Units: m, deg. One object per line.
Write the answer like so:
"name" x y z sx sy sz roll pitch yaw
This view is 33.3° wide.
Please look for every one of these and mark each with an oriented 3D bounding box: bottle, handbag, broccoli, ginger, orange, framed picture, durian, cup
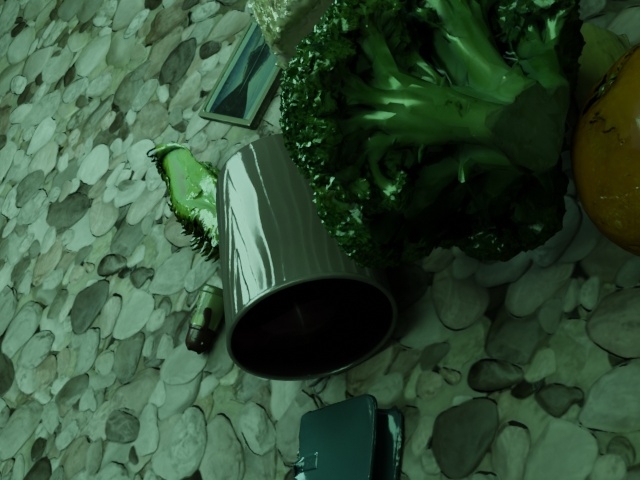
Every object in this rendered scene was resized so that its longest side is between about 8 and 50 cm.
"bottle" -0.169 0.116 1.571 0.047 0.063 0.101 17 77 16
"handbag" 0.021 0.302 1.285 0.144 0.057 0.221 -16 55 39
"broccoli" 0.133 -0.143 1.157 0.310 0.413 0.321 -23 46 38
"ginger" 0.315 -0.160 1.297 0.123 0.115 0.193 -37 45 43
"orange" 0.375 -0.089 1.077 0.246 0.246 0.246 -22 52 30
"framed picture" -0.113 -0.284 1.798 0.150 0.015 0.203 18 77 46
"durian" -0.170 -0.045 1.629 0.132 0.107 0.375 -47 42 4
"cup" -0.018 -0.001 1.369 0.288 0.208 0.273 112 156 -45

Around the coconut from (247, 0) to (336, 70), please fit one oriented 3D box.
"coconut" 0.095 -0.367 1.403 0.405 0.405 0.404 -22 52 30
